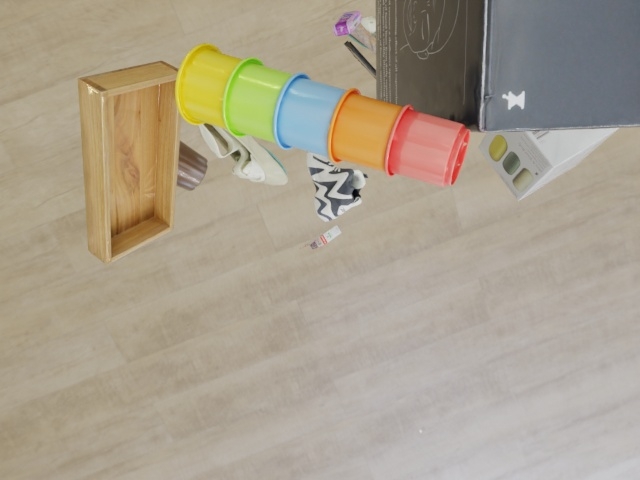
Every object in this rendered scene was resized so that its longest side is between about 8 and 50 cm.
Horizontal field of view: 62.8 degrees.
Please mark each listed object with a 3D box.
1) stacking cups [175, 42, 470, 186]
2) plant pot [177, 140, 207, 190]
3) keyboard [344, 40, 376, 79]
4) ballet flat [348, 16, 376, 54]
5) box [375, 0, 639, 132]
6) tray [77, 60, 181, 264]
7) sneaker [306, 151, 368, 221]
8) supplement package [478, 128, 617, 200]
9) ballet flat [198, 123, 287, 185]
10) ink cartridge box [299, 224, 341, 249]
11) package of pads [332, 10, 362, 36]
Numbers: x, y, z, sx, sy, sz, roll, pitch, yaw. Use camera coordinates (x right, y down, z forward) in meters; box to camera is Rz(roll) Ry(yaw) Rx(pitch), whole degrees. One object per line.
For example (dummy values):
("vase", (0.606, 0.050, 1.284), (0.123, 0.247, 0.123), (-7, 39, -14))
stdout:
("stacking cups", (-0.001, -0.128, 0.568), (0.315, 0.096, 0.096), (21, 106, 17))
("plant pot", (-0.466, -0.249, 1.692), (0.165, 0.167, 0.167), (29, 103, -37))
("keyboard", (0.147, -0.582, 1.715), (0.023, 0.108, 0.180), (-44, 126, 12))
("ballet flat", (0.197, -0.632, 1.647), (0.316, 0.107, 0.106), (43, 131, 8))
("box", (0.220, -0.294, 0.679), (0.211, 0.395, 0.294), (-4, 104, -8))
("tray", (-0.406, -0.162, 1.132), (0.076, 0.202, 0.411), (31, 129, 18))
("sneaker", (0.052, -0.177, 1.414), (0.152, 0.235, 0.094), (-18, 148, 20))
("supplement package", (0.573, -0.266, 1.354), (0.198, 0.263, 0.199), (-31, 77, -4))
("ballet flat", (-0.157, -0.170, 0.994), (0.086, 0.086, 0.248), (-38, 124, 5))
("ink cartridge box", (0.000, 0.000, 1.494), (0.115, 0.062, 0.029), (-37, 99, -35))
("package of pads", (0.069, -0.558, 1.345), (0.050, 0.083, 0.032), (2, 135, 31))
